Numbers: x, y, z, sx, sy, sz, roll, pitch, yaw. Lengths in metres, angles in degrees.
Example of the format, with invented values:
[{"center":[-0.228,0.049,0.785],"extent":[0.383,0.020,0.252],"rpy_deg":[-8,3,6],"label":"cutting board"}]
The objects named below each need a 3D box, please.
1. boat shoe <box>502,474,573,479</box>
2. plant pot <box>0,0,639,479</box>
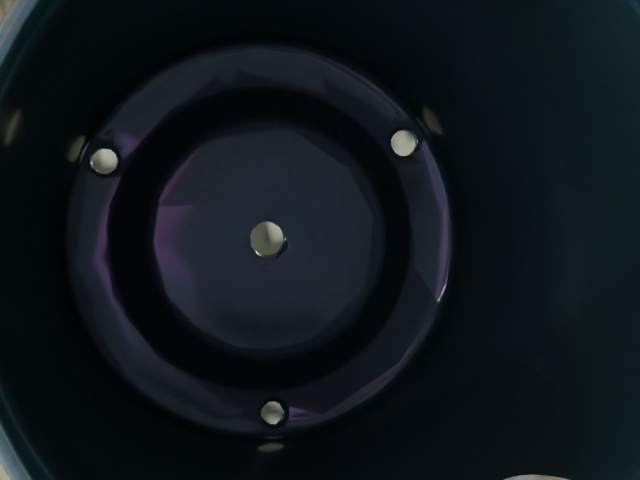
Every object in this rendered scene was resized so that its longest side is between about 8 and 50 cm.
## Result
[{"center":[0.103,0.099,0.499],"extent":[0.137,0.043,0.049],"rpy_deg":[16,-40,1],"label":"boat shoe"},{"center":[0.000,0.000,0.736],"extent":[0.272,0.271,0.255],"rpy_deg":[-10,2,-10],"label":"plant pot"}]
